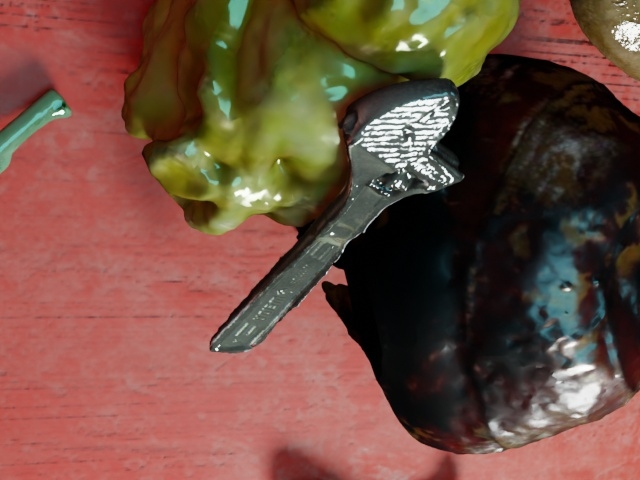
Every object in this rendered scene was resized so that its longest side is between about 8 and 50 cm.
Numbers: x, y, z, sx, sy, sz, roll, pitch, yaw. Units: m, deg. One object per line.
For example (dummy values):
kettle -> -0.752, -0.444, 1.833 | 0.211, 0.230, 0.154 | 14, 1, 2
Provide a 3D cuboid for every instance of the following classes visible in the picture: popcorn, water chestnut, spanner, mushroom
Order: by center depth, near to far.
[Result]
spanner -> 0.000, 0.000, 0.773 | 0.093, 0.026, 0.325 | 10, 144, -27
popcorn -> -0.013, -0.144, 0.777 | 0.173, 0.225, 0.286 | 12, 141, -35
water chestnut -> 0.123, 0.007, 0.869 | 0.244, 0.289, 0.289 | -8, 111, -13
mushroom -> 0.241, -0.223, 0.932 | 0.094, 0.072, 0.210 | -5, 111, -10

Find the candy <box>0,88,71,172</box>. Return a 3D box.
candy -> -0.342, 0.044, 0.796 | 0.440, 0.119, 0.119 | -44, 118, -10
